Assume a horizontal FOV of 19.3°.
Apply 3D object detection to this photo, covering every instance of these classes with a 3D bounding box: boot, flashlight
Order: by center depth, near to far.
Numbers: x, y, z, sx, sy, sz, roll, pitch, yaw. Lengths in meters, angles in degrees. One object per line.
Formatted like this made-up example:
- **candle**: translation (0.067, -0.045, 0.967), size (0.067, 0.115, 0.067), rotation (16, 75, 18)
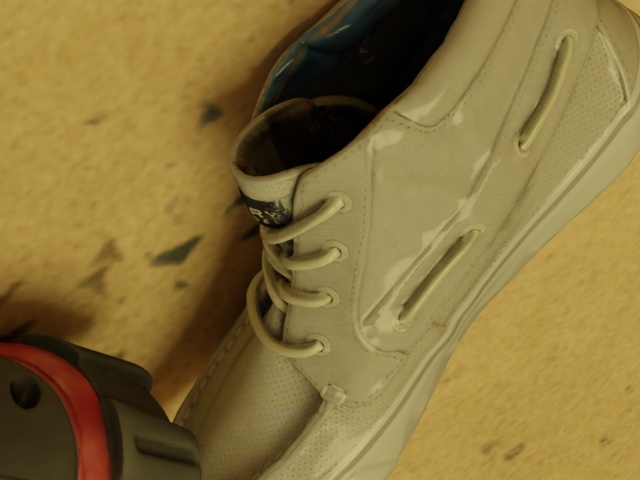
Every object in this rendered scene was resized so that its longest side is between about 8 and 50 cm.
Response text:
- **flashlight**: translation (-0.165, 0.056, 0.548), size (0.103, 0.103, 0.304), rotation (-46, 145, 15)
- **boot**: translation (0.000, 0.000, 0.654), size (0.258, 0.095, 0.123), rotation (-52, 138, 7)
